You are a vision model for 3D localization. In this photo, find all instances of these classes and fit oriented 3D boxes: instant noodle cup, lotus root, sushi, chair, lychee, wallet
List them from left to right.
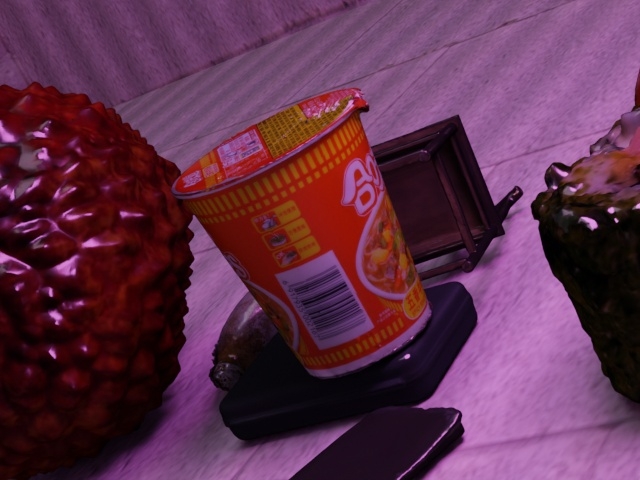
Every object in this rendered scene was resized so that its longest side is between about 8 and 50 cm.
[{"bbox_3d":[-0.333,0.047,1.658,0.424,0.424,0.500,-21,4,27],"label":"lychee"},{"bbox_3d":[-0.061,0.097,1.638,0.165,0.088,0.088,-46,22,-28],"label":"lotus root"},{"bbox_3d":[-0.014,0.221,1.263,0.285,0.030,0.146,-36,14,-29],"label":"wallet"},{"bbox_3d":[0.000,0.000,1.406,0.193,0.212,0.193,-26,15,8],"label":"instant noodle cup"},{"bbox_3d":[0.101,-0.039,1.610,0.154,0.141,0.260,-19,9,20],"label":"chair"},{"bbox_3d":[0.341,-0.039,1.198,0.352,0.178,0.294,-26,14,6],"label":"sushi"}]

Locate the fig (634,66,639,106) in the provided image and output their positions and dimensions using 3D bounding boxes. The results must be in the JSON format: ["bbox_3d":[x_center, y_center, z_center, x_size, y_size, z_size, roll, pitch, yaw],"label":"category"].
[{"bbox_3d":[0.400,-0.165,1.411,0.263,0.224,0.224,-32,14,20],"label":"fig"}]

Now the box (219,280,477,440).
[{"bbox_3d":[0.026,0.115,1.489,0.230,0.050,0.160,-18,18,33],"label":"box"}]
